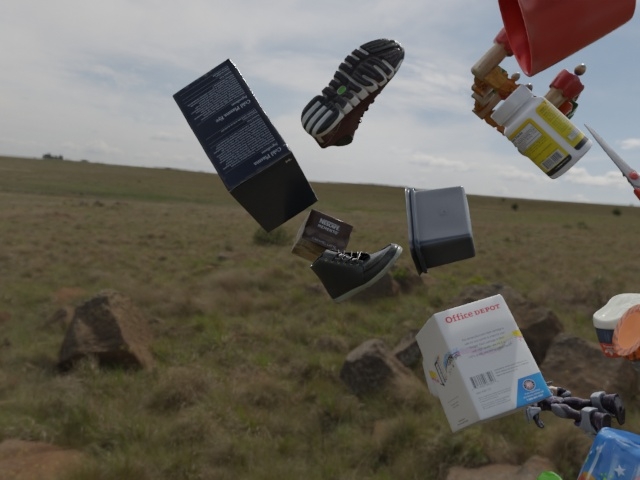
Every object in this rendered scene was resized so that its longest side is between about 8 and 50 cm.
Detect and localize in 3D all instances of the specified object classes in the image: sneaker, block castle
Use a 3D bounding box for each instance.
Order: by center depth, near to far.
[{"bbox_3d":[0.079,-0.318,1.236,0.106,0.281,0.162,47,-3,21],"label":"sneaker"},{"bbox_3d":[0.074,0.050,1.240,0.222,0.118,0.083,-38,6,31],"label":"sneaker"},{"bbox_3d":[0.962,0.264,1.708,0.349,0.148,0.131,-15,6,-36],"label":"sneaker"},{"bbox_3d":[0.652,-0.464,1.727,0.303,0.213,0.453,46,7,16],"label":"block castle"}]

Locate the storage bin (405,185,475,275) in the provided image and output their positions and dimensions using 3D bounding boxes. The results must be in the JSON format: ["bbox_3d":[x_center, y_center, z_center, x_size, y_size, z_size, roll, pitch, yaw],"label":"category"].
[{"bbox_3d":[0.188,-0.018,0.849,0.091,0.135,0.098,-10,-41,17],"label":"storage bin"}]

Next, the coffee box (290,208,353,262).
[{"bbox_3d":[0.000,0.000,1.699,0.141,0.098,0.246,22,-15,-6],"label":"coffee box"}]

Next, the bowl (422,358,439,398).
[{"bbox_3d":[0.330,0.369,1.482,0.053,0.142,0.142,-30,-32,31],"label":"bowl"}]

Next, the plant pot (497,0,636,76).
[{"bbox_3d":[0.569,-0.556,1.277,0.243,0.275,0.275,-19,-1,14],"label":"plant pot"}]

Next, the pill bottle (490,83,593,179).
[{"bbox_3d":[0.501,-0.251,1.251,0.208,0.119,0.119,45,11,5],"label":"pill bottle"}]

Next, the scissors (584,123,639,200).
[{"bbox_3d":[0.549,-0.094,0.949,0.297,0.109,0.021,48,-16,23],"label":"scissors"}]

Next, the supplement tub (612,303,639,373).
[{"bbox_3d":[0.957,0.298,1.433,0.315,0.194,0.193,25,6,2],"label":"supplement tub"}]

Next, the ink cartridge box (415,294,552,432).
[{"bbox_3d":[0.342,0.268,1.192,0.171,0.233,0.168,-13,-25,-14],"label":"ink cartridge box"}]

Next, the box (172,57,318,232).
[{"bbox_3d":[-0.184,-0.232,1.436,0.178,0.313,0.343,-33,-19,0],"label":"box"}]

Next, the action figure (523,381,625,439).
[{"bbox_3d":[0.627,0.434,1.426,0.185,0.099,0.285,-19,8,-29],"label":"action figure"}]

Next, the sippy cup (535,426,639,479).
[{"bbox_3d":[0.476,0.413,0.810,0.240,0.224,0.305,14,-3,44],"label":"sippy cup"}]
